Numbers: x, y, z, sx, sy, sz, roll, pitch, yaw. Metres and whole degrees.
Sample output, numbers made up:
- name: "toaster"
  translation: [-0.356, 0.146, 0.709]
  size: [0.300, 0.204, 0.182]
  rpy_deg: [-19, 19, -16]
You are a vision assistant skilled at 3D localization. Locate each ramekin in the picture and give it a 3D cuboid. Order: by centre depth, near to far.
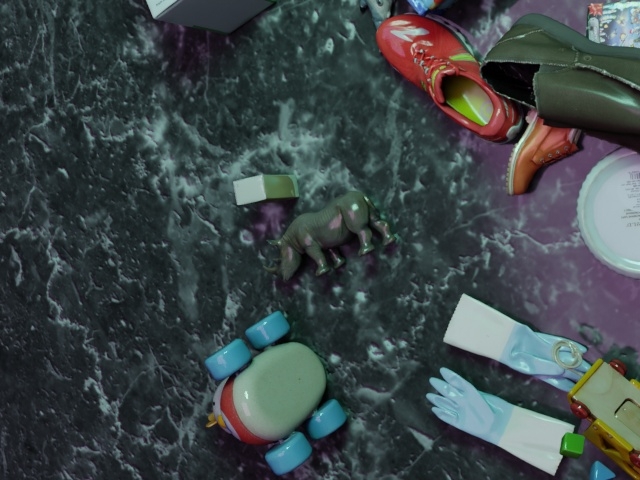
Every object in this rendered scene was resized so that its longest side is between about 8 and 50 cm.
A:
- name: "ramekin"
  translation: [0.447, -0.040, 1.203]
  size: [0.207, 0.109, 0.207]
  rpy_deg: [3, 96, 29]

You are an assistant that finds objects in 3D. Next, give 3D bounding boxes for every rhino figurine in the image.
- name: "rhino figurine"
  translation: [0.000, 0.000, 1.467]
  size: [0.243, 0.073, 0.106]
  rpy_deg: [-25, 86, 29]

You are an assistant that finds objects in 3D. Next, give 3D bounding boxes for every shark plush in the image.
- name: "shark plush"
  translation: [0.088, -0.385, 1.416]
  size: [0.067, 0.073, 0.161]
  rpy_deg: [-6, 113, 48]

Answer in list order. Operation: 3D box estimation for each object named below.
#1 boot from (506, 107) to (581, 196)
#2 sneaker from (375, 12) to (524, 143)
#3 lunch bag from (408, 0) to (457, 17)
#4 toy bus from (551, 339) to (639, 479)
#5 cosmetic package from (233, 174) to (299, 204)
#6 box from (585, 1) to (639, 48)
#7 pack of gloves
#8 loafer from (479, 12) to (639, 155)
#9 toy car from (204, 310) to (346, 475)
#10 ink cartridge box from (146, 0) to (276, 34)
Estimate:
- name: "boot"
  translation: [0.326, -0.129, 1.291]
  size: [0.084, 0.059, 0.158]
  rpy_deg: [26, 105, 19]
- name: "sneaker"
  translation: [0.187, -0.251, 1.319]
  size: [0.279, 0.118, 0.107]
  rpy_deg: [42, 111, 19]
- name: "lunch bag"
  translation: [0.149, -0.508, 1.278]
  size: [0.221, 0.138, 0.293]
  rpy_deg: [-41, 87, 24]
- name: "toy bus"
  translation: [0.418, 0.253, 1.248]
  size: [0.191, 0.104, 0.202]
  rpy_deg: [1, 61, 0]
- name: "cosmetic package"
  translation: [-0.089, -0.085, 1.483]
  size: [0.060, 0.115, 0.041]
  rpy_deg: [-10, 89, 29]
- name: "box"
  translation: [0.420, -0.264, 1.244]
  size: [0.094, 0.027, 0.137]
  rpy_deg: [5, 97, 29]
- name: "pack of gloves"
  translation: [0.289, 0.216, 1.359]
  size: [0.232, 0.046, 0.195]
  rpy_deg: [23, 93, 22]
- name: "loafer"
  translation: [0.346, -0.182, 1.163]
  size: [0.130, 0.134, 0.366]
  rpy_deg: [-34, 38, -12]
- name: "toy car"
  translation: [-0.123, 0.279, 1.498]
  size: [0.238, 0.210, 0.219]
  rpy_deg: [-33, 90, 39]
- name: "ink cartridge box"
  translation: [-0.222, -0.506, 1.466]
  size: [0.121, 0.211, 0.289]
  rpy_deg: [-28, 80, 29]
